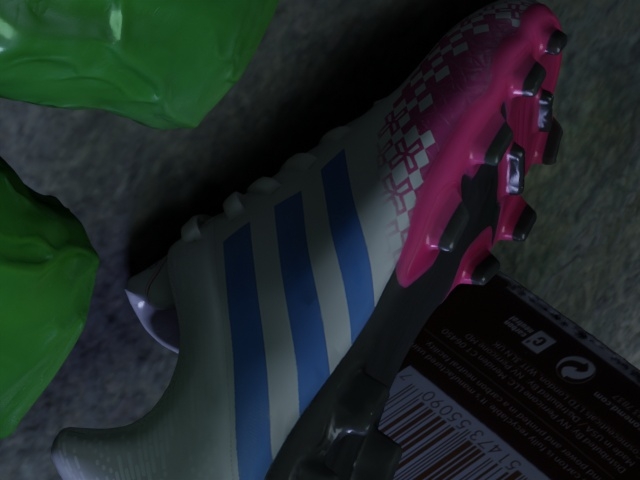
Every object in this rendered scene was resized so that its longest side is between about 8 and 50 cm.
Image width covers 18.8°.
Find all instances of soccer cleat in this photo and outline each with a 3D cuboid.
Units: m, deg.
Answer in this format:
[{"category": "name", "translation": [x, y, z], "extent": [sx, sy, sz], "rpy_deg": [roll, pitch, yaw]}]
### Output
[{"category": "soccer cleat", "translation": [0.000, 0.000, 0.858], "extent": [0.331, 0.143, 0.116], "rpy_deg": [-59, 157, -32]}]

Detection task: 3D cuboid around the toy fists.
[{"category": "toy fists", "translation": [-0.124, -0.048, 0.689], "extent": [0.279, 0.096, 0.142], "rpy_deg": [-57, 154, 5]}]

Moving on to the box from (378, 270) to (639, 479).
[{"category": "box", "translation": [0.088, 0.162, 1.031], "extent": [0.167, 0.168, 0.203], "rpy_deg": [-32, 140, -26]}]
